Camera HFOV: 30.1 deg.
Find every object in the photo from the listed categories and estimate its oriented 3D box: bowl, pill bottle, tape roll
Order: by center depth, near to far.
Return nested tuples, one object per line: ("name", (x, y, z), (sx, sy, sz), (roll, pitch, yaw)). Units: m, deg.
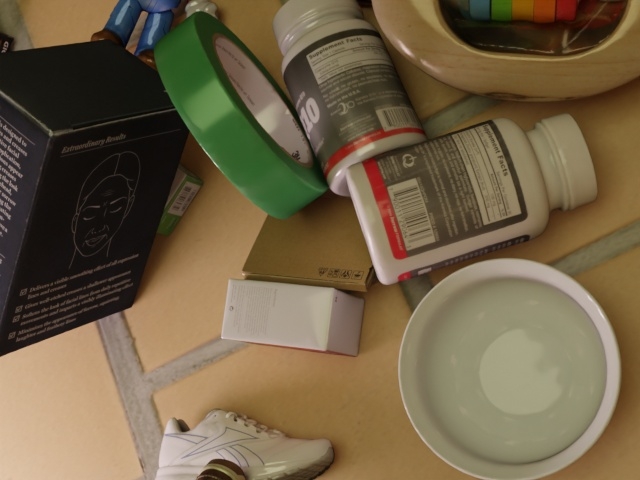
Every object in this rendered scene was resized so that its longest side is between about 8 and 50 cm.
("bowl", (0.266, 0.178, 1.618), (0.297, 0.134, 0.298), (-4, 79, 22))
("pill bottle", (0.207, -0.066, 1.639), (0.318, 0.176, 0.176), (-18, 74, 1))
("tape roll", (-0.111, -0.183, 1.737), (0.077, 0.321, 0.321), (-35, 70, 13))
("pill bottle", (0.038, -0.224, 1.770), (0.161, 0.161, 0.283), (-28, 71, 16))

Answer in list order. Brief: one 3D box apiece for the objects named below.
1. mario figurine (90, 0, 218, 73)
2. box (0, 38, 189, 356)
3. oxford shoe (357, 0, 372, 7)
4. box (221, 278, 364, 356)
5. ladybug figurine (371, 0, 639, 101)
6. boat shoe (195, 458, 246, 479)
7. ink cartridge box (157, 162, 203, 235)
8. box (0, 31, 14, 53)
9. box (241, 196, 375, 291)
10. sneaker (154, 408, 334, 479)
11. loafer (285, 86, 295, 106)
("mario figurine", (-0.260, -0.437, 1.921), (0.170, 0.198, 0.321), (22, 94, 37))
("box", (-0.400, -0.069, 1.779), (0.212, 0.293, 0.396), (37, 121, 23))
("oxford shoe", (0.105, -0.398, 1.805), (0.271, 0.098, 0.097), (4, 82, 23))
("box", (-0.039, 0.115, 1.759), (0.170, 0.130, 0.091), (5, 82, 24))
("ladybug figurine", (0.286, -0.347, 1.658), (0.449, 0.162, 0.305), (9, 99, 13))
("boat shoe", (-0.145, 0.442, 1.706), (0.095, 0.095, 0.258), (-1, 115, 25))
("ink cartridge box", (-0.303, -0.111, 1.946), (0.209, 0.062, 0.109), (36, 97, 24))
("box", (-0.725, -0.271, 2.148), (0.295, 0.073, 0.293), (19, 88, 25))
("box", (0.000, 0.000, 1.779), (0.201, 0.021, 0.164), (4, 50, 24))
("sneaker", (-0.121, 0.310, 1.777), (0.297, 0.111, 0.129), (-8, 72, 20))
("loafer", (-0.013, -0.199, 1.852), (0.039, 0.045, 0.125), (-31, 68, 8))
